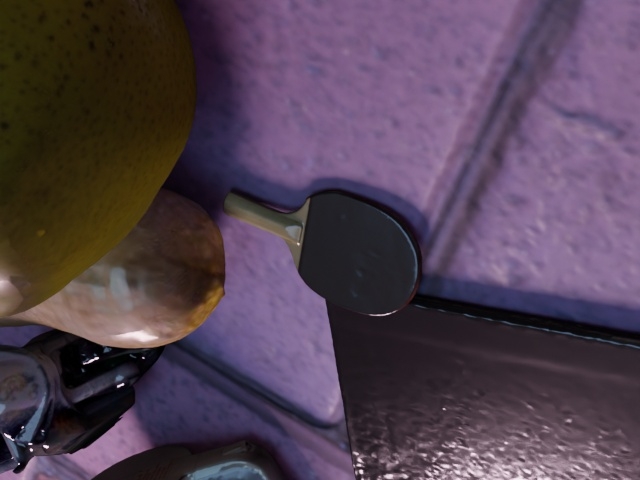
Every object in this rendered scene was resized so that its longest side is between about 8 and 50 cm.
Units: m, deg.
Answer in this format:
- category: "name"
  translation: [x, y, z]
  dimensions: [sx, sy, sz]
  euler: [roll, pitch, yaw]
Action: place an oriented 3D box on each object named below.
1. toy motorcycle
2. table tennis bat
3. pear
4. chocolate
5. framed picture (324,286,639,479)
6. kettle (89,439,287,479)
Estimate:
- category: "toy motorcycle"
  translation: [-0.239, 0.135, 1.179]
  dimensions: [0.270, 0.159, 0.106]
  euler: [-37, 78, 42]
- category: "table tennis bat"
  translation: [0.000, 0.000, 1.017]
  dimensions: [0.156, 0.013, 0.087]
  euler: [23, 122, 20]
- category: "pear"
  translation: [-0.215, -0.096, 0.905]
  dimensions: [0.294, 0.294, 0.294]
  euler: [17, 130, 21]
- category: "chocolate"
  translation: [-0.208, 0.006, 1.084]
  dimensions: [0.309, 0.134, 0.134]
  euler: [4, 124, 26]
- category: "framed picture"
  translation: [0.168, 0.159, 1.037]
  dimensions: [0.338, 0.014, 0.255]
  euler: [9, 127, 27]
- category: "kettle"
  translation: [-0.088, 0.296, 1.221]
  dimensions: [0.210, 0.160, 0.243]
  euler: [-16, 108, 19]
